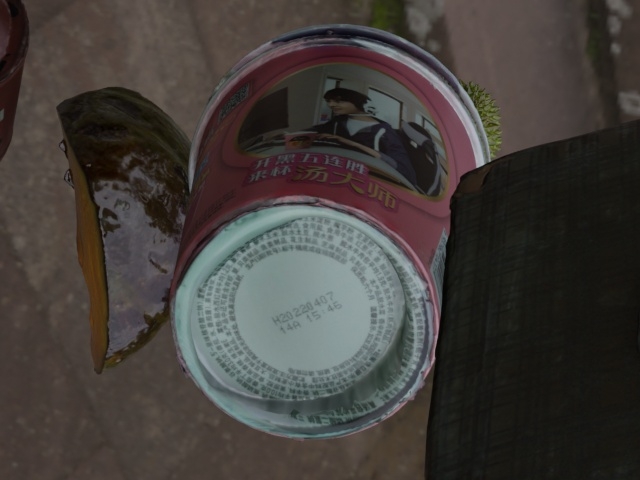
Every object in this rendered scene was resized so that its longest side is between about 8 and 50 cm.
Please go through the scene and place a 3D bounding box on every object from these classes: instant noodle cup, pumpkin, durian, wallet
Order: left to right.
[{"bbox_3d":[-0.178,-0.009,1.442,0.169,0.148,0.312,-9,102,-20],"label":"pumpkin"},{"bbox_3d":[0.000,0.000,0.897,0.255,0.244,0.244,-74,164,-66],"label":"instant noodle cup"},{"bbox_3d":[0.152,-0.137,1.805,0.146,0.198,0.159,58,39,-31],"label":"durian"},{"bbox_3d":[0.123,0.049,0.564,0.044,0.169,0.317,60,25,-29],"label":"wallet"}]

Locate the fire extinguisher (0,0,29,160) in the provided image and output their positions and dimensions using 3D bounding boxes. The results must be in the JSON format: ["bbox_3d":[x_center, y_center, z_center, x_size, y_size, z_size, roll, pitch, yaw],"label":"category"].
[{"bbox_3d":[-0.310,-0.095,1.085,0.147,0.106,0.337,-65,-172,-20],"label":"fire extinguisher"}]
